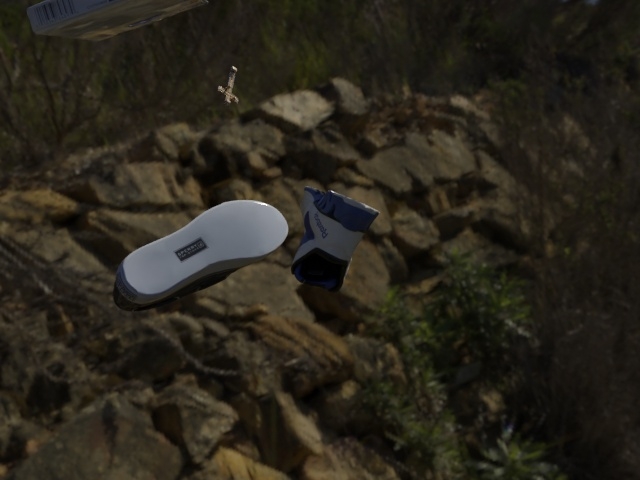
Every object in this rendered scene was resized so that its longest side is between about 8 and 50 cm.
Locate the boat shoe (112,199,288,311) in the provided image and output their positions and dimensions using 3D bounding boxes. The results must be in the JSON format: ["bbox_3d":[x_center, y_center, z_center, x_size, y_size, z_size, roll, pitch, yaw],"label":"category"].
[{"bbox_3d":[-0.139,0.023,1.054,0.228,0.080,0.076,-30,-10,-38],"label":"boat shoe"}]

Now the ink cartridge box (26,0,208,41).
[{"bbox_3d":[-0.312,-0.372,1.442,0.223,0.045,0.224,-16,5,11],"label":"ink cartridge box"}]

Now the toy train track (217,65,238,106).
[{"bbox_3d":[-0.158,-0.276,1.632,0.014,0.083,0.048,-19,-36,40],"label":"toy train track"}]

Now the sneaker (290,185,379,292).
[{"bbox_3d":[0.000,0.000,1.791,0.182,0.127,0.315,-64,11,-2],"label":"sneaker"}]
